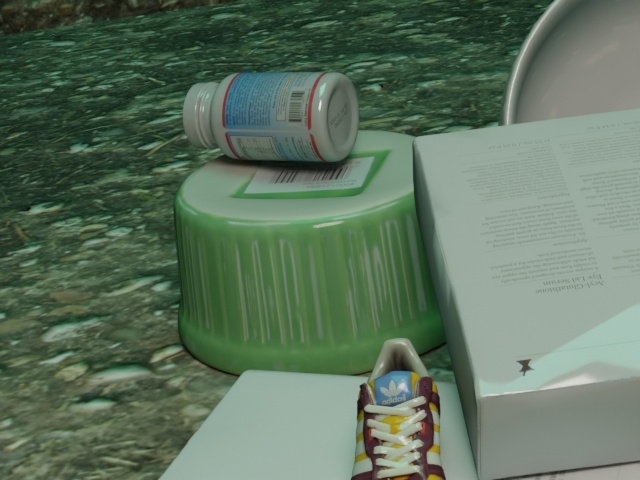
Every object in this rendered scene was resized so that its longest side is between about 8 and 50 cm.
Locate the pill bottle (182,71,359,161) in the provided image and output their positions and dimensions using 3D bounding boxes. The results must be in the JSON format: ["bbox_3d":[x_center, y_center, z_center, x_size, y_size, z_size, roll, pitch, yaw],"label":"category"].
[{"bbox_3d":[-0.050,-0.121,1.199,0.160,0.087,0.087,4,24,26],"label":"pill bottle"}]

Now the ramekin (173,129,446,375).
[{"bbox_3d":[0.000,0.000,1.201,0.303,0.148,0.303,-7,21,3],"label":"ramekin"}]

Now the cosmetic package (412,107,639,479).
[{"bbox_3d":[0.274,0.017,0.907,0.377,0.097,0.284,-7,39,0],"label":"cosmetic package"}]

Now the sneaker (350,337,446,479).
[{"bbox_3d":[0.048,0.134,0.807,0.070,0.084,0.185,-7,22,3],"label":"sneaker"}]

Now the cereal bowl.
[{"bbox_3d":[0.321,-0.085,1.113,0.339,0.339,0.141,-8,-5,-1],"label":"cereal bowl"}]

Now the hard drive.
[{"bbox_3d":[0.069,0.173,0.882,0.353,0.047,0.233,1,24,21],"label":"hard drive"}]
